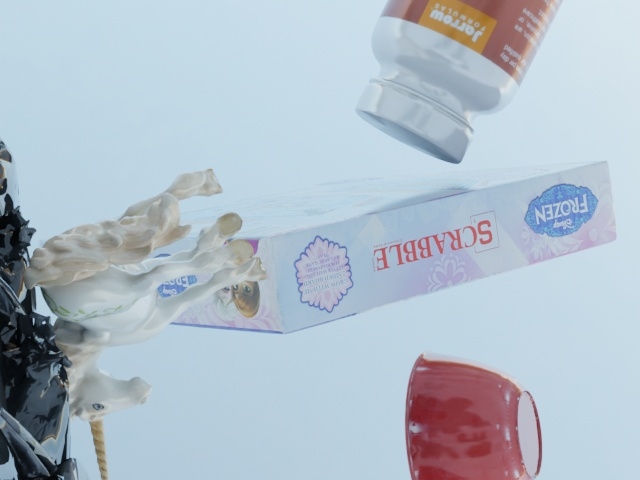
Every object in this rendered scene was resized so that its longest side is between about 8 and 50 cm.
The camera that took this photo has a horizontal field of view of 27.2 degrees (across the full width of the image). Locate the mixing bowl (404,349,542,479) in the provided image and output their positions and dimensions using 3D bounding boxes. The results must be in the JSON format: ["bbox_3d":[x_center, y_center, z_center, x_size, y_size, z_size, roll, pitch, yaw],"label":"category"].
[{"bbox_3d":[0.159,0.193,1.301,0.181,0.098,0.181,-9,-90,-68],"label":"mixing bowl"}]

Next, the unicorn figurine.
[{"bbox_3d":[-0.077,0.026,0.544,0.111,0.162,0.060,-28,-123,-2],"label":"unicorn figurine"}]

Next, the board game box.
[{"bbox_3d":[0.000,0.000,1.010,0.318,0.319,0.066,-13,-82,-36],"label":"board game box"}]

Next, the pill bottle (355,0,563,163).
[{"bbox_3d":[0.114,-0.174,1.008,0.121,0.121,0.216,27,-92,-11],"label":"pill bottle"}]

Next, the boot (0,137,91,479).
[{"bbox_3d":[-0.145,0.149,0.511,0.146,0.367,0.445,-11,-145,-19],"label":"boot"}]
